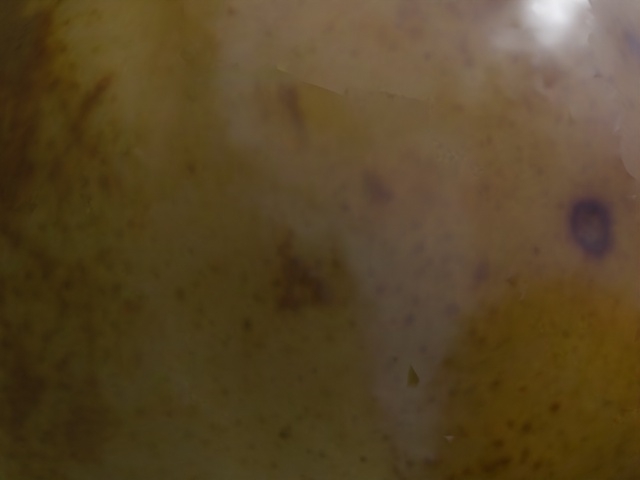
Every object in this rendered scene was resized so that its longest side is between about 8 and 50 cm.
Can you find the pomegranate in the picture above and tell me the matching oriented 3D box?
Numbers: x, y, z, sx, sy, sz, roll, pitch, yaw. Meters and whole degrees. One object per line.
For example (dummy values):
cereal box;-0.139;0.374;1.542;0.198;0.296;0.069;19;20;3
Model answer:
pomegranate;0.000;0.000;0.722;0.416;0.416;0.417;39;42;-45
